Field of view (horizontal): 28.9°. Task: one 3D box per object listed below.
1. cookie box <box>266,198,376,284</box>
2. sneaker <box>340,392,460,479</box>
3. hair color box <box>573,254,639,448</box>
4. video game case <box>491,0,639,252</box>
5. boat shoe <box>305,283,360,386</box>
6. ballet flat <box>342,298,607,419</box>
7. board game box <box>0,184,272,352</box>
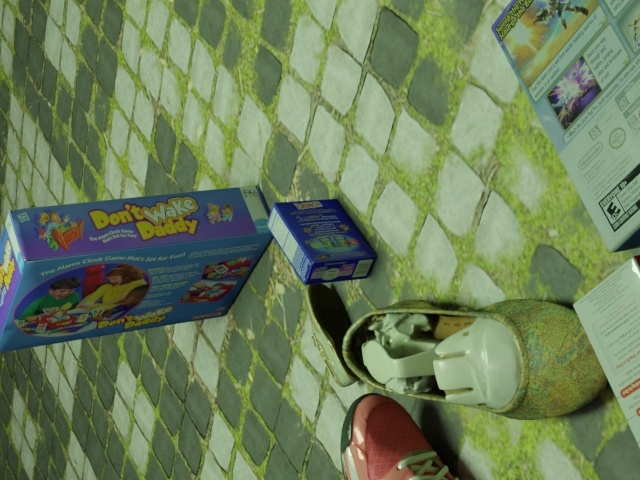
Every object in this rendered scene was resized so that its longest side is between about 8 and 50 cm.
[{"bbox_3d":[0.000,0.000,1.470,0.107,0.091,0.040,57,138,37],"label":"cookie box"},{"bbox_3d":[0.135,0.294,1.323,0.136,0.116,0.314,-40,70,44],"label":"sneaker"},{"bbox_3d":[0.289,0.104,1.043,0.093,0.053,0.167,-50,54,51],"label":"hair color box"},{"bbox_3d":[0.272,-0.163,0.997,0.269,0.061,0.244,-53,54,50],"label":"video game case"},{"bbox_3d":[0.010,0.117,1.521,0.045,0.050,0.135,-48,56,46],"label":"boat shoe"},{"bbox_3d":[0.137,0.119,1.243,0.348,0.123,0.123,1,98,59],"label":"ballet flat"},{"bbox_3d":[-0.260,0.038,1.667,0.233,0.347,0.078,-56,50,48],"label":"board game box"}]
